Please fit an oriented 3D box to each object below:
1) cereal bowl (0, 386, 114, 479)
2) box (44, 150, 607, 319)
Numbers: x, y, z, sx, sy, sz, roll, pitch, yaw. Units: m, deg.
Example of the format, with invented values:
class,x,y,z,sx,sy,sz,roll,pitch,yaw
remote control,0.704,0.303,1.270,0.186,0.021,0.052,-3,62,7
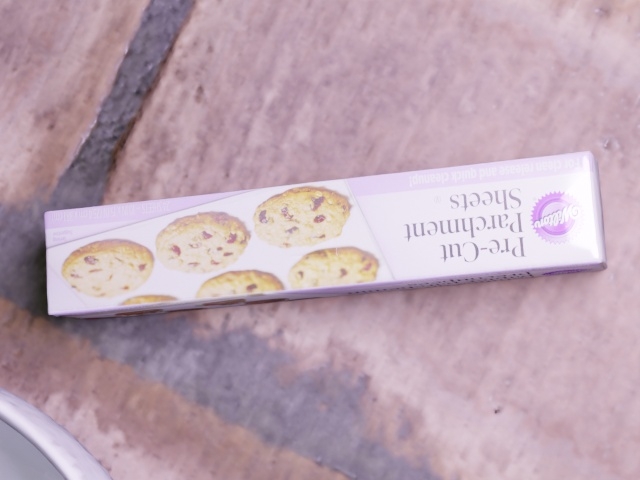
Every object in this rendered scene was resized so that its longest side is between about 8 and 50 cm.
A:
class,x,y,z,sx,sy,sz,roll,pitch,yaw
cereal bowl,-0.235,0.237,0.917,0.339,0.141,0.339,-1,84,13
box,0.000,0.000,0.928,0.324,0.063,0.067,-5,84,13
